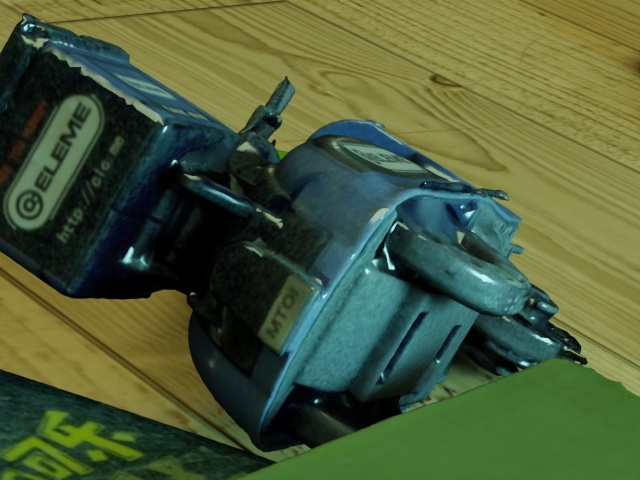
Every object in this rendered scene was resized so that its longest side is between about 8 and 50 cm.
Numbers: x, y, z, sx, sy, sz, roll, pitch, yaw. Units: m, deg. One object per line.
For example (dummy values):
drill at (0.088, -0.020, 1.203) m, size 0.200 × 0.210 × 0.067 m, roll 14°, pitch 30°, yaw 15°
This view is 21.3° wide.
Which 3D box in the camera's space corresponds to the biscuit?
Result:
biscuit at (0.025, 0.096, 0.526) m, size 0.099 × 0.038 × 0.322 m, roll 25°, pitch 25°, yaw 33°

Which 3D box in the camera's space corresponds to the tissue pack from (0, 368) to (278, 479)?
tissue pack at (-0.063, 0.129, 0.553) m, size 0.257 × 0.081 × 0.185 m, roll 17°, pitch 22°, yaw 10°

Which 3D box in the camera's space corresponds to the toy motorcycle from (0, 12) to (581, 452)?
toy motorcycle at (0.000, 0.000, 0.748) m, size 0.212 × 0.125 × 0.358 m, roll 34°, pitch 8°, yaw 17°

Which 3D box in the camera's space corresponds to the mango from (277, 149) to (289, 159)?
mango at (-0.016, -0.021, 0.940) m, size 0.073 × 0.056 × 0.108 m, roll 28°, pitch 28°, yaw 22°
